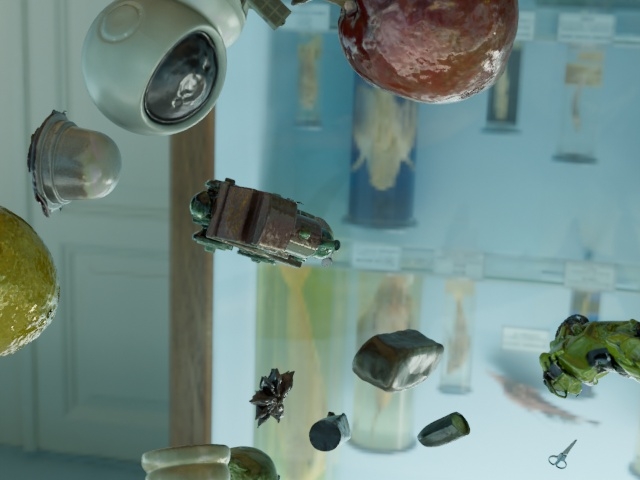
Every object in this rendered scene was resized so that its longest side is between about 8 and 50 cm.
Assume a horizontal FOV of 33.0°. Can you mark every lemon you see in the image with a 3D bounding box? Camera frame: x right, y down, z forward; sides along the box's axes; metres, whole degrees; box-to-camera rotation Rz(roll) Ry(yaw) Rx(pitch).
[{"bbox_3d":[-0.558,0.066,1.772,0.245,0.245,0.320,13,154,40],"label":"lemon"}]

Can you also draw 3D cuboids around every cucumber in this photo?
[{"bbox_3d":[0.211,0.338,1.904,0.105,0.048,0.048,-32,170,36],"label":"cucumber"}]

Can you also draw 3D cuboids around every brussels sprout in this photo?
[{"bbox_3d":[-0.184,0.564,2.591,0.183,0.131,0.145,12,-169,19],"label":"brussels sprout"}]

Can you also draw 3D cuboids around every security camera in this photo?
[{"bbox_3d":[-0.214,-0.251,1.409,0.194,0.236,0.194,18,158,8],"label":"security camera"}]

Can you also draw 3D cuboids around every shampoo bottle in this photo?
[{"bbox_3d":[0.020,0.340,1.934,0.057,0.063,0.207,-15,172,6],"label":"shampoo bottle"}]

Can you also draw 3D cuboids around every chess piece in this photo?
[{"bbox_3d":[-0.240,0.533,1.985,0.167,0.300,0.167,-5,161,-2],"label":"chess piece"}]

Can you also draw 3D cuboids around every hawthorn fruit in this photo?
[{"bbox_3d":[0.100,-0.283,1.297,0.271,0.242,0.242,2,-167,-2],"label":"hawthorn fruit"}]

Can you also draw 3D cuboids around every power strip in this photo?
[{"bbox_3d":[-0.114,-0.449,1.993,0.051,0.136,0.019,-50,-167,-19],"label":"power strip"}]

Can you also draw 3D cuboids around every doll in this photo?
[{"bbox_3d":[0.000,0.000,2.644,0.079,0.094,0.180,-7,-146,-12],"label":"doll"}]

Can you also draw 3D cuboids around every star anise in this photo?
[{"bbox_3d":[-0.102,0.306,2.086,0.056,0.124,0.129,19,-175,30],"label":"star anise"}]

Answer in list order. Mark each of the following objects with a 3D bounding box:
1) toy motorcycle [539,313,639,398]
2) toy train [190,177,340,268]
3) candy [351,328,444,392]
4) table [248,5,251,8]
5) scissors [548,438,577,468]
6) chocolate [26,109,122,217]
[{"bbox_3d":[0.577,0.240,2.252,0.142,0.206,0.342,33,164,-22],"label":"toy motorcycle"},{"bbox_3d":[-0.101,-0.026,2.073,0.221,0.150,0.304,12,175,40],"label":"toy train"},{"bbox_3d":[0.170,0.254,2.308,0.104,0.102,0.234,28,-165,30],"label":"candy"},{"bbox_3d":[-0.195,-0.562,2.344,0.198,0.166,0.166,4,-167,19],"label":"table"},{"bbox_3d":[0.442,0.383,1.950,0.036,0.083,0.006,30,-142,6],"label":"scissors"},{"bbox_3d":[-0.472,-0.145,2.132,0.147,0.221,0.221,10,-165,17],"label":"chocolate"}]
